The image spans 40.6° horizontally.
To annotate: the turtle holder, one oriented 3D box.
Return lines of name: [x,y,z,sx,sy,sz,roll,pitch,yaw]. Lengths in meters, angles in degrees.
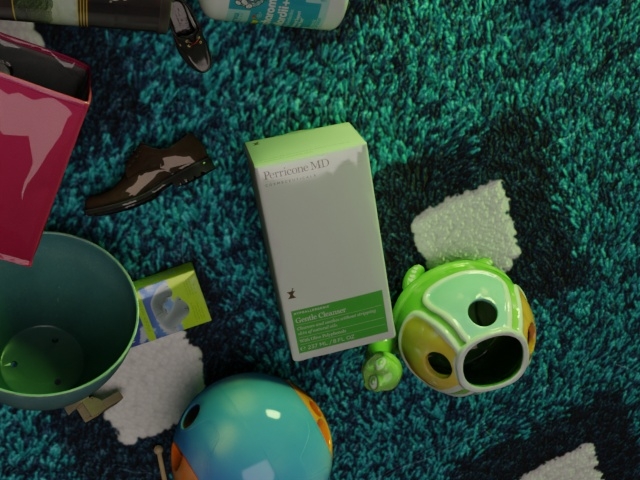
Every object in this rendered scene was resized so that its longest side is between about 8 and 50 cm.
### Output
turtle holder: [0.241,0.166,1.581,0.320,0.227,0.243,9,109,-17]

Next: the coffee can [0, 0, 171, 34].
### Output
coffee can: [-0.353,-0.405,1.226,0.275,0.201,0.202,1,110,-14]

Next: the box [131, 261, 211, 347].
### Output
box: [-0.295,0.118,1.531,0.178,0.042,0.109,-19,114,-7]

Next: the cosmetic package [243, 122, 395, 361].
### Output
cosmetic package: [0.000,0.000,1.498,0.197,0.155,0.366,-14,115,-6]

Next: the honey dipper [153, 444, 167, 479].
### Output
honey dipper: [-0.302,0.467,1.672,0.030,0.030,0.161,-10,111,-10]

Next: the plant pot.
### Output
plant pot: [-0.452,0.159,1.406,0.290,0.290,0.195,5,145,-16]

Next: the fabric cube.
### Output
fabric cube: [-0.495,-0.155,1.259,0.254,0.259,0.258,17,108,-20]

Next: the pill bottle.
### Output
pill bottle: [-0.094,-0.405,1.321,0.264,0.146,0.146,1,110,-14]

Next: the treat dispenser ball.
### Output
treat dispenser ball: [-0.121,0.380,1.541,0.288,0.288,0.288,-5,112,-12]

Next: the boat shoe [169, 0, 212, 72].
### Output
boat shoe: [-0.211,-0.326,1.381,0.049,0.042,0.133,-26,116,-5]

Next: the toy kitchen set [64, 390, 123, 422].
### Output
toy kitchen set: [-0.423,0.281,1.574,0.083,0.075,0.068,55,134,7]

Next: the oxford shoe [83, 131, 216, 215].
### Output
oxford shoe: [-0.296,-0.110,1.433,0.227,0.083,0.096,-27,96,-3]
